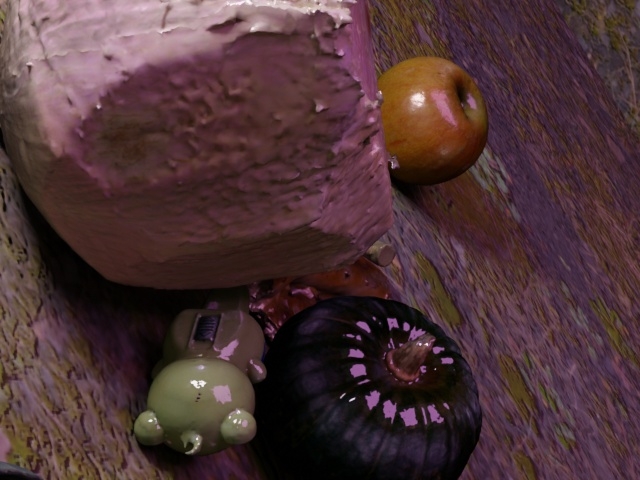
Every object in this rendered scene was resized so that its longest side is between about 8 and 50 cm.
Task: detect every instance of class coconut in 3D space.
[{"bbox_3d":[-0.127,-0.151,1.285,0.404,0.404,0.404,37,30,-25],"label":"coconut"}]

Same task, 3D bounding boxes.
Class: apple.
[{"bbox_3d":[0.135,-0.156,1.906,0.182,0.155,0.182,34,44,-41],"label":"apple"}]

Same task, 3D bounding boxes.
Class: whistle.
[{"bbox_3d":[-0.097,0.111,1.270,0.227,0.105,0.085,-81,167,-56],"label":"whistle"}]

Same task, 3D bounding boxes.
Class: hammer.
[{"bbox_3d":[0.000,0.000,1.632,0.195,0.028,0.060,9,11,-45],"label":"hammer"}]

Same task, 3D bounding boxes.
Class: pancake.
[{"bbox_3d":[0.018,0.093,1.508,0.266,0.057,0.244,22,39,-46],"label":"pancake"}]

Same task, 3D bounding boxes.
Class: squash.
[{"bbox_3d":[0.046,0.150,1.343,0.218,0.172,0.218,5,68,-12],"label":"squash"}]

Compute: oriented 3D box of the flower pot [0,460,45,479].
[{"bbox_3d":[-0.232,0.224,0.842,0.243,0.157,0.189,-5,59,-58],"label":"flower pot"}]
